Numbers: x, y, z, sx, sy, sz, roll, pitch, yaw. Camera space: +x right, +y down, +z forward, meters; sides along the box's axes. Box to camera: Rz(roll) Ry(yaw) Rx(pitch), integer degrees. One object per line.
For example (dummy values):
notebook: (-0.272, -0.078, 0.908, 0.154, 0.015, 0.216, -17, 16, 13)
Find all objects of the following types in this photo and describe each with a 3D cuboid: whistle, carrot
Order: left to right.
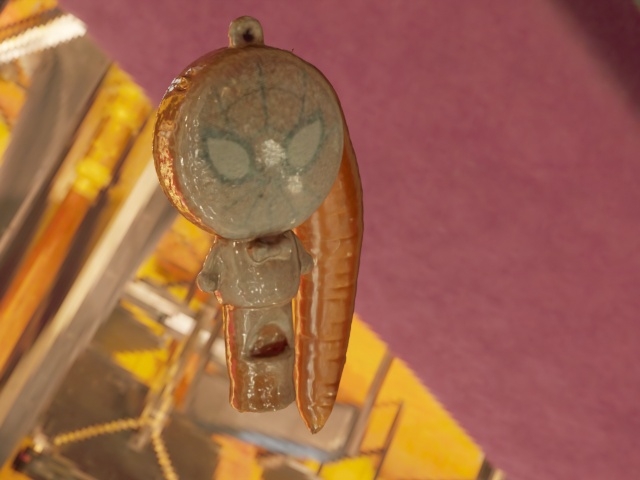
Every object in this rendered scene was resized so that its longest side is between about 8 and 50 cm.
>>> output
whistle: (-0.038, -0.013, 0.855, 0.057, 0.107, 0.220, 18, 115, 57)
carrot: (0.000, 0.000, 1.063, 0.062, 0.066, 0.271, -2, 112, 16)
